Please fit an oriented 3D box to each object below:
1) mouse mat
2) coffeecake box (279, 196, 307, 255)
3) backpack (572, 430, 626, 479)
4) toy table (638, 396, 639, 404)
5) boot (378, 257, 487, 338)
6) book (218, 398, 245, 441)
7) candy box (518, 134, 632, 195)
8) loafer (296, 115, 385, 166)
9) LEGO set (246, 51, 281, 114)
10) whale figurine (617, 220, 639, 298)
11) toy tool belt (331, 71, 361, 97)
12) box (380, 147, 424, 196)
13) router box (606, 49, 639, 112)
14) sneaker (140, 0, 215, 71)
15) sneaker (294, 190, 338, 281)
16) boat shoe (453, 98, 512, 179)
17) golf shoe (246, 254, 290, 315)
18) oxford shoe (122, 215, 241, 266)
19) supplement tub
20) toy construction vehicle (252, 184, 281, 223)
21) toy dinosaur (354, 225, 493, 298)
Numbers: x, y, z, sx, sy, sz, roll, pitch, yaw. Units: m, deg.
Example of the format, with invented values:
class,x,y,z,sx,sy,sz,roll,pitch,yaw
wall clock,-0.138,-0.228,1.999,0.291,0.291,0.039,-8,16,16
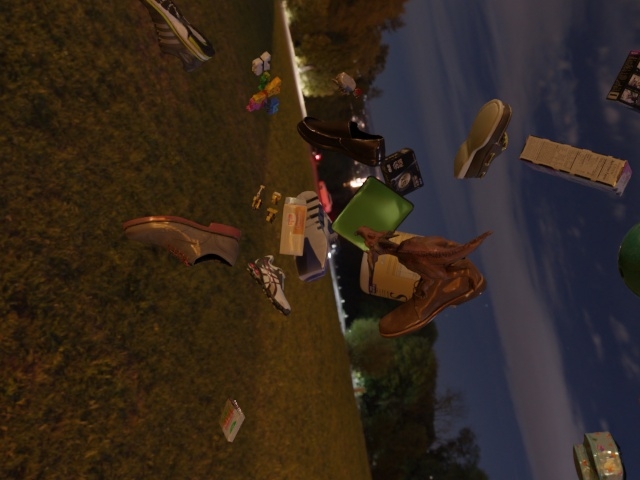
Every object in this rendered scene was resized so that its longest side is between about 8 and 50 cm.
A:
class,x,y,z,sx,sy,sz,roll,pitch,yaw
mouse mat,0.136,-0.063,1.307,0.152,0.190,0.007,34,23,-11
coffeecake box,-0.079,-0.046,1.445,0.185,0.068,0.142,-102,-162,-78
backpack,0.894,0.712,1.572,0.166,0.144,0.188,-72,155,-55
toy table,0.674,0.354,0.803,0.274,0.252,0.161,-31,110,-39
boot,0.264,0.141,1.264,0.115,0.305,0.112,50,14,-22
book,-0.320,0.644,1.759,0.096,0.035,0.144,-63,-154,-6
candy box,0.645,-0.191,1.241,0.159,0.233,0.071,5,109,-54
loafer,0.053,-0.245,1.120,0.080,0.220,0.078,-60,168,-50
LEGO set,-0.181,-0.446,1.493,0.087,0.093,0.227,48,-23,13
whale figurine,0.594,0.053,0.822,0.216,0.141,0.272,71,22,-9
toy tool belt,0.075,-0.444,1.413,0.083,0.051,0.052,35,70,-31
box,0.357,-0.298,2.171,0.180,0.147,0.077,68,-9,-24
router box,0.878,-0.411,1.312,0.046,0.178,0.133,-115,-137,-65
sneaker,-0.473,-0.651,1.515,0.300,0.121,0.111,47,25,-9
sneaker,0.000,-0.001,1.703,0.182,0.127,0.316,41,39,-53
boat shoe,0.465,-0.275,1.371,0.305,0.091,0.109,103,-8,-62
golf shoe,-0.183,0.173,1.954,0.273,0.120,0.105,52,-14,22
oxford shoe,-0.415,0.008,1.477,0.123,0.348,0.130,133,-40,-66
supplement tub,0.324,0.099,1.709,0.241,0.331,0.241,12,90,-74
toy construction vehicle,-0.171,-0.114,1.535,0.098,0.085,0.035,-65,167,3
toy dinosaur,0.200,0.029,1.009,0.295,0.200,0.127,-16,-124,62
